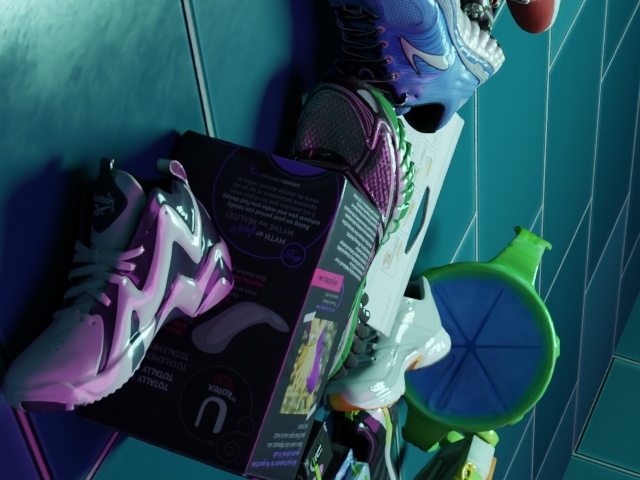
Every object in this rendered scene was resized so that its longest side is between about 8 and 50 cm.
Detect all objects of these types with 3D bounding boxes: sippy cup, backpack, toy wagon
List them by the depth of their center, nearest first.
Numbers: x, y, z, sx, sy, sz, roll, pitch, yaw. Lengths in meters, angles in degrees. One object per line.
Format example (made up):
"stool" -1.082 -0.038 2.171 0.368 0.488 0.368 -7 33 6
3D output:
"backpack" 0.013 0.320 1.999 0.105 0.084 0.114 -58 160 -30
"sippy cup" 0.218 0.139 2.247 0.240 0.305 0.224 65 10 2
"toy wagon" 0.164 0.382 2.292 0.267 0.068 0.344 -54 -177 -20

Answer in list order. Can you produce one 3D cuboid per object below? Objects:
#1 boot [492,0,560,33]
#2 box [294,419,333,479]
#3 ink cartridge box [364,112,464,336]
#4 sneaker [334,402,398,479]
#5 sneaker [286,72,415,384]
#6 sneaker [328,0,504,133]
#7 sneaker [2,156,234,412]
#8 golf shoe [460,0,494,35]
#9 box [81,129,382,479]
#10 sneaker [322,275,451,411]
"boot" 0.247 -0.331 2.117 0.176 0.088 0.244 -61 150 -30
"box" -0.024 0.252 1.889 0.083 0.052 0.062 77 35 -53
"ink cartridge box" 0.067 -0.051 1.866 0.261 0.066 0.296 38 70 -69
"sneaker" 0.045 0.298 2.105 0.097 0.084 0.235 -36 134 -44
"sneaker" 0.000 0.000 1.623 0.146 0.134 0.344 -16 118 -61
"sneaker" 0.074 -0.202 1.625 0.147 0.129 0.330 -59 142 -5
"sneaker" -0.171 0.019 1.241 0.235 0.094 0.153 -34 122 -34
"golf shoe" 0.155 -0.349 1.853 0.273 0.105 0.120 82 15 -62
"box" -0.073 0.063 1.416 0.143 0.165 0.270 40 68 -70
"sneaker" 0.071 0.128 2.027 0.262 0.099 0.121 -36 117 -55
